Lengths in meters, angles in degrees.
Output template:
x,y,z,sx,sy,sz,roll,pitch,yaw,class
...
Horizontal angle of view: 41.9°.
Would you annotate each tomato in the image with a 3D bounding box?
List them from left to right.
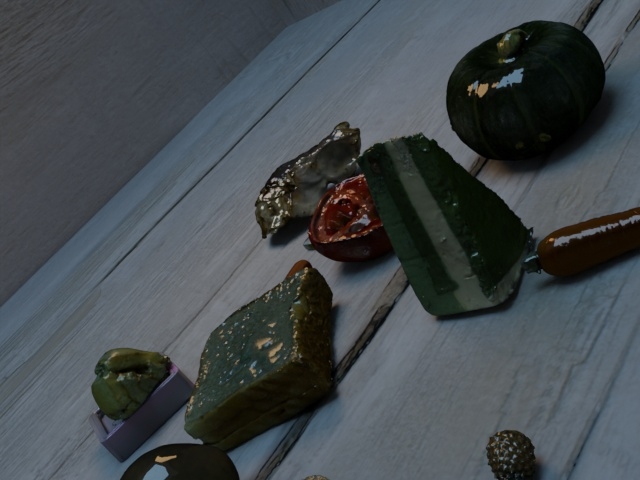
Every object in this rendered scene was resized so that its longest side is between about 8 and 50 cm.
x,y,z,sx,sy,sz,roll,pitch,yaw,class
0.090,-0.034,1.622,0.228,0.101,0.228,-24,31,15,tomato

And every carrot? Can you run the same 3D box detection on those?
x,y,z,sx,sy,sz,roll,pitch,yaw,class
0.431,-0.017,1.133,0.336,0.069,0.069,-21,27,22,carrot

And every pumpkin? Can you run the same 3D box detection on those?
x,y,z,sx,sy,sz,roll,pitch,yaw,class
0.370,-0.281,1.535,0.300,0.207,0.300,-23,30,14,pumpkin

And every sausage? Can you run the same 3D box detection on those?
x,y,z,sx,sy,sz,roll,pitch,yaw,class
-0.058,0.092,1.661,0.039,0.041,0.131,-10,34,40,sausage

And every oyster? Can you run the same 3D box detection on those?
x,y,z,sx,sy,sz,roll,pitch,yaw,class
-0.026,-0.137,1.952,0.337,0.133,0.197,-40,29,5,oyster

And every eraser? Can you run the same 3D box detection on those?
x,y,z,sx,sy,sz,roll,pitch,yaw,class
0.000,0.000,1.784,0.083,0.019,0.038,-6,39,53,eraser

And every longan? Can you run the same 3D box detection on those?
x,y,z,sx,sy,sz,roll,pitch,yaw,class
-0.206,0.370,1.198,0.187,0.167,0.167,-19,19,-12,longan

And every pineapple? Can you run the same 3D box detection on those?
x,y,z,sx,sy,sz,roll,pitch,yaw,class
0.207,0.268,0.909,0.058,0.058,0.124,-24,30,29,pineapple

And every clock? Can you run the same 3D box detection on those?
x,y,z,sx,sy,sz,roll,pitch,yaw,class
-0.348,0.318,1.626,0.197,0.063,0.150,-43,23,-13,clock

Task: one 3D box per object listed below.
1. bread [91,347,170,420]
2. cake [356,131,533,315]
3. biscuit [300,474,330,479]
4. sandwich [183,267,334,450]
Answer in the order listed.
x,y,z,sx,sy,sz,roll,pitch,yaw,class
-0.368,0.246,1.574,0.103,0.110,0.156,-23,25,43,bread
0.171,-0.012,1.238,0.158,0.284,0.172,-18,46,40,cake
-0.029,0.364,1.119,0.120,0.015,0.120,-32,22,14,biscuit
-0.102,0.202,1.440,0.271,0.099,0.301,-30,24,17,sandwich
